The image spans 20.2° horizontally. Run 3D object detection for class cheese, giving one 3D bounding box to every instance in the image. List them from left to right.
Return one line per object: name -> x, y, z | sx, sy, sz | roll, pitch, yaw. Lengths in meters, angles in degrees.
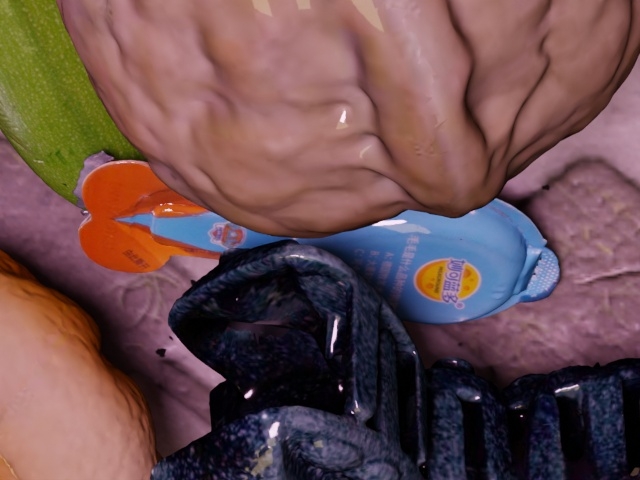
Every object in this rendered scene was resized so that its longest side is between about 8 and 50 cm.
cheese -> 0.000, 0.000, 0.922 | 0.256, 0.037, 0.106 | 9, 137, -6

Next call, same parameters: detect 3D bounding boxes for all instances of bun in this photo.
bun -> -0.203, 0.121, 1.036 | 0.299, 0.165, 0.299 | 18, 127, 25

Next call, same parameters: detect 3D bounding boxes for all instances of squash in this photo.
squash -> -0.151, -0.127, 0.879 | 0.082, 0.082, 0.292 | -7, 123, 24

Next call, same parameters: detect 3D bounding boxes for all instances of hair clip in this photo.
hair clip -> 0.057, 0.126, 0.910 | 0.310, 0.194, 0.206 | 16, 143, -16

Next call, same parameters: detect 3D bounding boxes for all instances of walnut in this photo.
walnut -> 0.015, -0.119, 0.733 | 0.248, 0.248, 0.248 | 10, 129, 12
